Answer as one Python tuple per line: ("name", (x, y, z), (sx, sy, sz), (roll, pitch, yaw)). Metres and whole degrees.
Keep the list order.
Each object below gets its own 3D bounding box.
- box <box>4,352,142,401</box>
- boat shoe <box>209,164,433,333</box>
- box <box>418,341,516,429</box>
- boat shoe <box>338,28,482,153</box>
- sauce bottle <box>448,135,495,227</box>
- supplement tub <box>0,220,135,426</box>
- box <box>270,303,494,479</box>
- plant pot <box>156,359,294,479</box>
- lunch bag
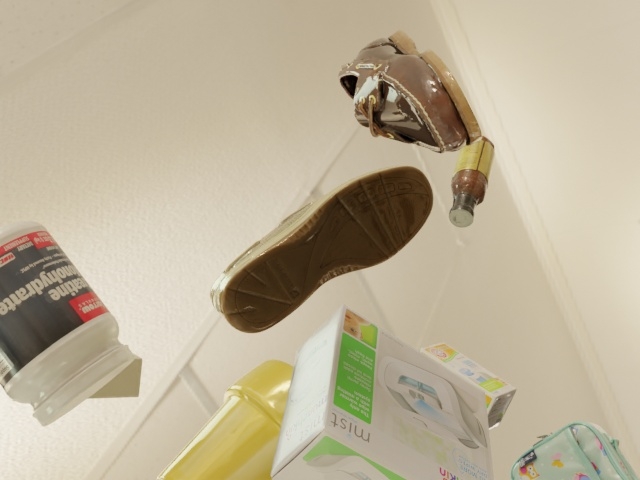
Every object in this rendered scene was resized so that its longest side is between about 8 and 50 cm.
("box", (-0.547, 0.298, 1.641), (0.275, 0.113, 0.094), (6, -91, -32))
("boat shoe", (0.000, 0.000, 0.896), (0.302, 0.098, 0.109), (-34, -71, -15))
("box", (0.306, 0.325, 1.634), (0.114, 0.203, 0.103), (-1, -63, -52))
("boat shoe", (0.061, -0.108, 0.567), (0.073, 0.073, 0.207), (62, -176, -23))
("sauce bottle", (0.163, -0.065, 0.808), (0.042, 0.042, 0.128), (56, -141, -28))
("supplement tub", (-0.434, 0.124, 1.131), (0.272, 0.191, 0.191), (51, -144, 2))
("box", (0.087, 0.255, 0.975), (0.262, 0.127, 0.231), (33, -149, -13))
("plant pot", (-0.099, 0.346, 1.099), (0.239, 0.254, 0.254), (-33, -72, -31))
("lunch bag", (0.523, 0.502, 1.451), (0.108, 0.224, 0.279), (19, -145, -48))
